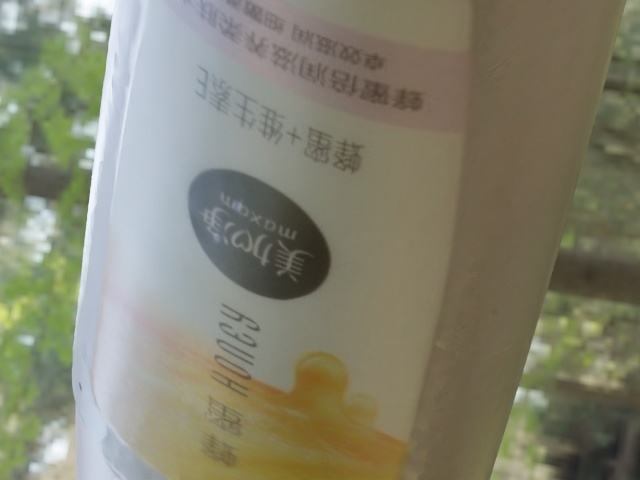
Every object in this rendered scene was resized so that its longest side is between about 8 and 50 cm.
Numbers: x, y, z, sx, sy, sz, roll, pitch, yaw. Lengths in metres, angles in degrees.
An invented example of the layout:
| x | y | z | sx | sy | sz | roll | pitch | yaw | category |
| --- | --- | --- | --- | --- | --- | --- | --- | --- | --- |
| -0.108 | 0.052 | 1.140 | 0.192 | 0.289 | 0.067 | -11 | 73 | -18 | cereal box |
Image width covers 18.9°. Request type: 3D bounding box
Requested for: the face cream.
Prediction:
| x | y | z | sx | sy | sz | roll | pitch | yaw | category |
| --- | --- | --- | --- | --- | --- | --- | --- | --- | --- |
| 0.000 | 0.000 | 0.413 | 0.073 | 0.107 | 0.269 | -46 | -20 | -36 | face cream |
